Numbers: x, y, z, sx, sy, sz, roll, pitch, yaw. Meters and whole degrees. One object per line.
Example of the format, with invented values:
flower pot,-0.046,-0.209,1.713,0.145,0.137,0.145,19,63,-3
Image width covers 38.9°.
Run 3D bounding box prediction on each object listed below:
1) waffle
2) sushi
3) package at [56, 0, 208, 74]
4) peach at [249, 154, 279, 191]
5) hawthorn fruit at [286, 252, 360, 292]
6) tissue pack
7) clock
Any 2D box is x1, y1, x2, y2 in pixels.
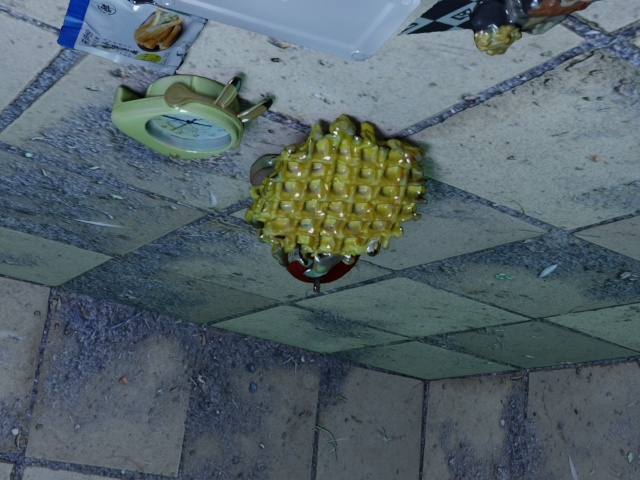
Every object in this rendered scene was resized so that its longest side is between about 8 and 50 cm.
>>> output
waffle,0.021,-0.069,1.503,0.329,0.062,0.329,-6,137,-6
sushi,0.255,-0.253,0.919,0.264,0.050,0.290,-12,173,-29
package,-0.254,-0.280,1.211,0.173,0.027,0.171,10,162,-21
peach,-0.083,-0.109,1.585,0.083,0.083,0.083,6,162,2
hawthorn fruit,0.000,0.000,1.696,0.185,0.202,0.185,2,157,1
tissue pack,-0.030,-0.297,0.909,0.246,0.136,0.159,13,160,-18
clock,-0.190,-0.193,1.387,0.232,0.069,0.170,-7,157,33
